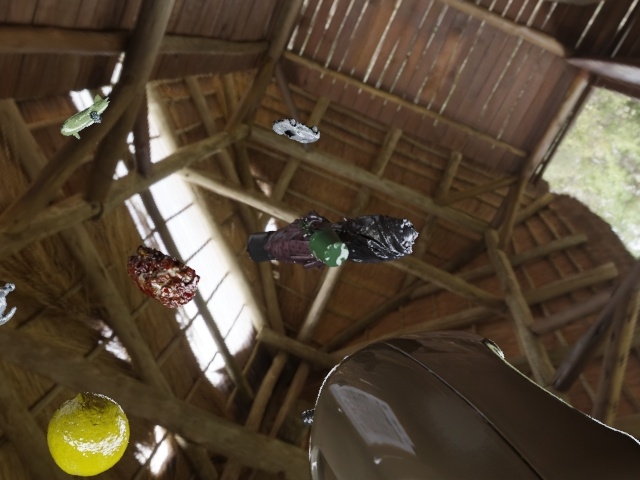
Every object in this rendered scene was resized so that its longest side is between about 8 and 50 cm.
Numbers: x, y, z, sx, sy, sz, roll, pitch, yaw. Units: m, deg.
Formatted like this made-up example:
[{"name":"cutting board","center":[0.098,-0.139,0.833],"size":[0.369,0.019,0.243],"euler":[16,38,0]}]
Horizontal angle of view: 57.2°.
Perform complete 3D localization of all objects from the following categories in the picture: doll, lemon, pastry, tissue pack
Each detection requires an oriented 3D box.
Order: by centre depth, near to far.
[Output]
[{"name":"tissue pack","center":[0.146,0.275,0.630],"size":[0.276,0.268,0.387],"euler":[-9,-158,-23]},{"name":"lemon","center":[-0.327,0.276,0.832],"size":[0.109,0.133,0.109],"euler":[-3,-156,1]},{"name":"doll","center":[-0.692,0.138,1.174],"size":[0.104,0.194,0.062],"euler":[60,-174,5]},{"name":"pastry","center":[-0.327,0.071,1.196],"size":[0.208,0.097,0.115],"euler":[19,153,50]}]

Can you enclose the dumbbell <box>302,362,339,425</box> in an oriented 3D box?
[{"name":"dumbbell","center":[0.126,0.241,0.941],"size":[0.325,0.143,0.143],"euler":[-19,-157,4]}]

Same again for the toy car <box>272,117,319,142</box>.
[{"name":"toy car","center":[-0.044,-0.192,1.031],"size":[0.093,0.025,0.041],"euler":[8,163,-41]}]

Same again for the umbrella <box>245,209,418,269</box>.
[{"name":"umbrella","center":[0.007,0.005,0.990],"size":[0.325,0.094,0.090],"euler":[-6,-144,37]}]

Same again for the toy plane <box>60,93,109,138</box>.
[{"name":"toy plane","center":[-0.451,-0.238,1.133],"size":[0.040,0.111,0.102],"euler":[46,172,-12]}]

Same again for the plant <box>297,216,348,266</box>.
[{"name":"plant","center":[0.000,0.000,0.879],"size":[0.051,0.051,0.102],"euler":[12,-160,-35]}]
